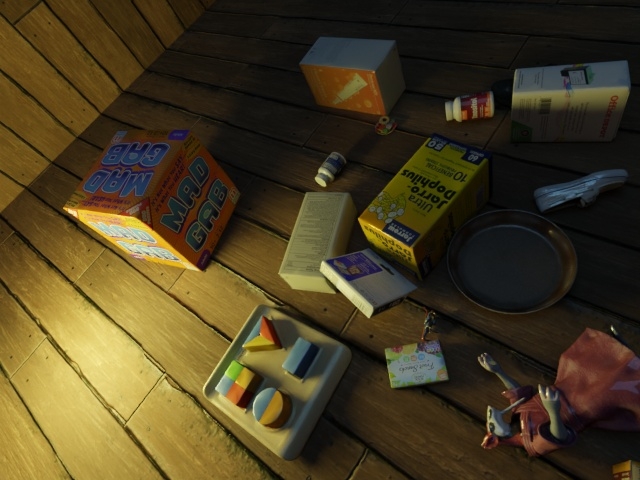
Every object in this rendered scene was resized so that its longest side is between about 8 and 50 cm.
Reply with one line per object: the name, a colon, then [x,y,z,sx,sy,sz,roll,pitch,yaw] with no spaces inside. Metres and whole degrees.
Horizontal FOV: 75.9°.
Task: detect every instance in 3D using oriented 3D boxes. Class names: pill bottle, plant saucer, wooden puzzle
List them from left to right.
wooden puzzle: [-0.134,0.365,1.140,0.348,0.080,0.322,21,68,32]
pill bottle: [0.035,-0.255,1.480,0.067,0.067,0.120,26,72,33]
pill bottle: [0.508,-0.453,1.401,0.152,0.086,0.086,-4,58,21]
plant saucer: [0.500,0.056,1.093,0.311,0.050,0.310,-10,58,16]

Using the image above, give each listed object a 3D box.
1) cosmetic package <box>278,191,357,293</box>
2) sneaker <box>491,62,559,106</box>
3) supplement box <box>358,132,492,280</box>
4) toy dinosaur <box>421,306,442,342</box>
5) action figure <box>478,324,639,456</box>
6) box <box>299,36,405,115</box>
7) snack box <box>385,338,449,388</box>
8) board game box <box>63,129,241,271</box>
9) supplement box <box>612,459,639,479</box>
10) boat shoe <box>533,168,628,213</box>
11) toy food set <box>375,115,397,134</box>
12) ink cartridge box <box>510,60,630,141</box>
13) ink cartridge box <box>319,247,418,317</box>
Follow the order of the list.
cosmetic package: [0.000,0.000,1.301,0.160,0.113,0.309,5,62,25]
sneaker: [0.706,-0.511,1.330,0.287,0.130,0.109,10,66,29]
supplement box: [0.311,-0.100,1.184,0.194,0.195,0.356,33,76,35]
toy dinosaur: [0.288,0.231,1.091,0.082,0.047,0.090,-53,21,-5]
action figure: [0.508,0.352,0.861,0.370,0.248,0.275,-37,94,12]
box: [0.127,-0.643,1.602,0.346,0.215,0.168,21,69,32]
snack box: [0.243,0.314,1.038,0.141,0.037,0.100,-15,62,14]
board game box: [-0.578,-0.145,1.482,0.357,0.356,0.356,8,62,26]
supplement box: [0.630,0.509,0.698,0.194,0.129,0.191,5,61,25]
boat shoe: [0.710,-0.124,1.119,0.226,0.083,0.075,-16,65,27]
toy food set: [0.244,-0.429,1.535,0.083,0.020,0.083,33,75,35]
ink cartridge box: [0.715,-0.398,1.205,0.278,0.201,0.117,6,62,25]
ink cartridge box: [0.137,0.111,1.157,0.208,0.045,0.206,-13,44,-42]
